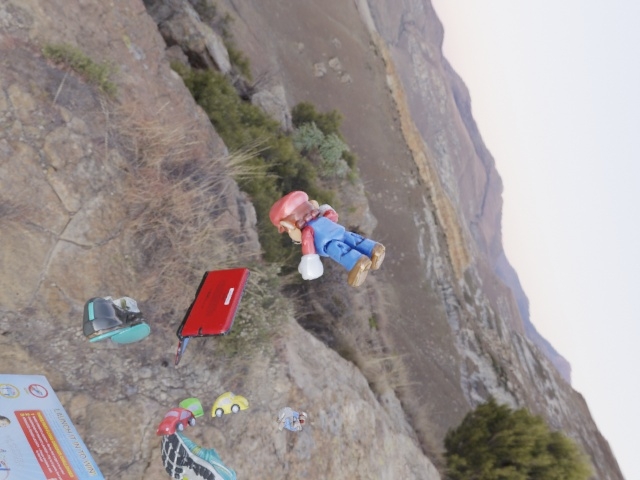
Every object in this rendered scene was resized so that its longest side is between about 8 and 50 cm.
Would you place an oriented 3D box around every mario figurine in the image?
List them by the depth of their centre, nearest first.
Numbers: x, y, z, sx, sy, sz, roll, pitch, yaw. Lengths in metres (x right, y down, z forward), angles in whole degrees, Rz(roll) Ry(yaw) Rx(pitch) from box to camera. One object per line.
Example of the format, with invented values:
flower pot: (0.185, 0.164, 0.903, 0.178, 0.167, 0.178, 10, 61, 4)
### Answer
mario figurine: (0.000, 0.000, 1.042, 0.320, 0.170, 0.198, 35, 11, 24)

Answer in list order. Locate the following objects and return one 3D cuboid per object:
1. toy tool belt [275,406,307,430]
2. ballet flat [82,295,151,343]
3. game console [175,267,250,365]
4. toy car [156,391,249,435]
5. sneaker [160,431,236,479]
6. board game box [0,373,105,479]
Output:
toy tool belt: (-0.071, 0.450, 1.004, 0.083, 0.052, 0.051, 30, 32, -27)
ballet flat: (-0.443, 0.171, 0.902, 0.280, 0.095, 0.096, 125, -55, -71)
game console: (-0.179, 0.126, 0.683, 0.144, 0.123, 0.085, -81, 161, -51)
toy car: (-0.335, 0.451, 1.088, 0.238, 0.225, 0.053, -4, 76, -36)
sneaker: (-0.369, 0.656, 1.207, 0.110, 0.275, 0.107, 17, 96, -62)
board game box: (-0.591, 0.368, 0.717, 0.308, 0.086, 0.302, 37, -4, 28)
